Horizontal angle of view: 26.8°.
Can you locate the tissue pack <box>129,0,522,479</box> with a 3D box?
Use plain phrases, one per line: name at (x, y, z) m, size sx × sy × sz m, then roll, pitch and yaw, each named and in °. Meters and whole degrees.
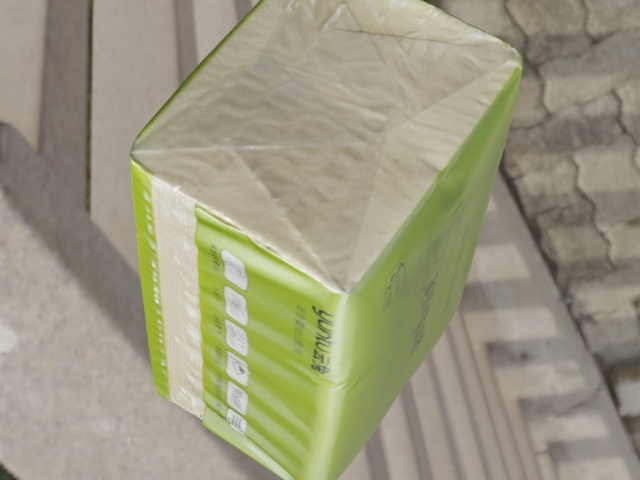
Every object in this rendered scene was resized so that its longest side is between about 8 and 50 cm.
tissue pack at (0.000, 0.000, 0.847) m, size 0.167 × 0.200 × 0.274 m, roll 30°, pitch 150°, yaw 16°
